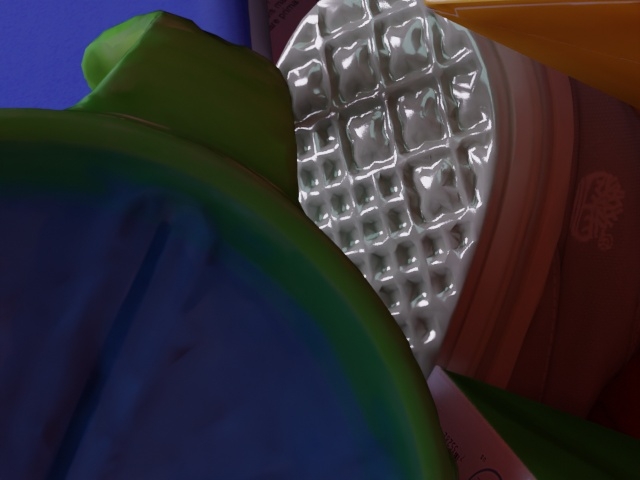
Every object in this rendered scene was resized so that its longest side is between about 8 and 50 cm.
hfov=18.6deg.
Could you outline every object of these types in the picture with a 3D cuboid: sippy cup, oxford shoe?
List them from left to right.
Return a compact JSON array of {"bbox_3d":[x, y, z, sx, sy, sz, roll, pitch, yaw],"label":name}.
[{"bbox_3d":[-0.103,0.095,0.599,0.305,0.240,0.224,-32,1,-19],"label":"sippy cup"},{"bbox_3d":[0.011,0.100,0.741,0.169,0.130,0.449,41,123,33],"label":"oxford shoe"}]

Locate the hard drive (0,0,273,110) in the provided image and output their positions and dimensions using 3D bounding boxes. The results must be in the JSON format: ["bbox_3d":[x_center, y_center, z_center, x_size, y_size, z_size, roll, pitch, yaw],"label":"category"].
[{"bbox_3d":[-0.124,-0.088,0.851,0.210,0.040,0.318,-24,32,12],"label":"hard drive"}]

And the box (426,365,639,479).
[{"bbox_3d":[0.070,0.202,0.548,0.231,0.127,0.262,-62,28,12],"label":"box"}]

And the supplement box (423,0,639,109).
[{"bbox_3d":[0.160,-0.117,0.494,0.129,0.191,0.194,9,79,58],"label":"supplement box"}]

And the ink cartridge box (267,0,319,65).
[{"bbox_3d":[0.027,-0.198,0.948,0.235,0.088,0.193,-40,37,41],"label":"ink cartridge box"}]
